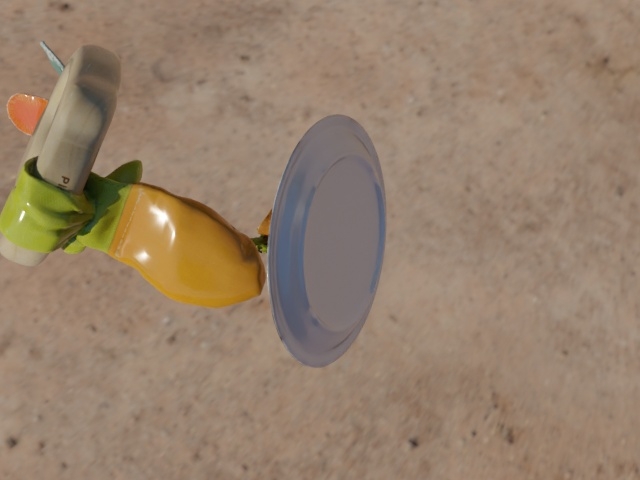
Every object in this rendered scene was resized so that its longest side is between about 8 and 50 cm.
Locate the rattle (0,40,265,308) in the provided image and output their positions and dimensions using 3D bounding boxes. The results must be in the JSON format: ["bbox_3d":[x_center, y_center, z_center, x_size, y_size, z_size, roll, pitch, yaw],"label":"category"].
[{"bbox_3d":[-0.109,-0.043,0.893,0.143,0.200,0.130,6,97,-11],"label":"rattle"}]

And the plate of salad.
[{"bbox_3d":[0.000,0.000,1.241,0.048,0.200,0.200,5,104,27],"label":"plate of salad"}]
